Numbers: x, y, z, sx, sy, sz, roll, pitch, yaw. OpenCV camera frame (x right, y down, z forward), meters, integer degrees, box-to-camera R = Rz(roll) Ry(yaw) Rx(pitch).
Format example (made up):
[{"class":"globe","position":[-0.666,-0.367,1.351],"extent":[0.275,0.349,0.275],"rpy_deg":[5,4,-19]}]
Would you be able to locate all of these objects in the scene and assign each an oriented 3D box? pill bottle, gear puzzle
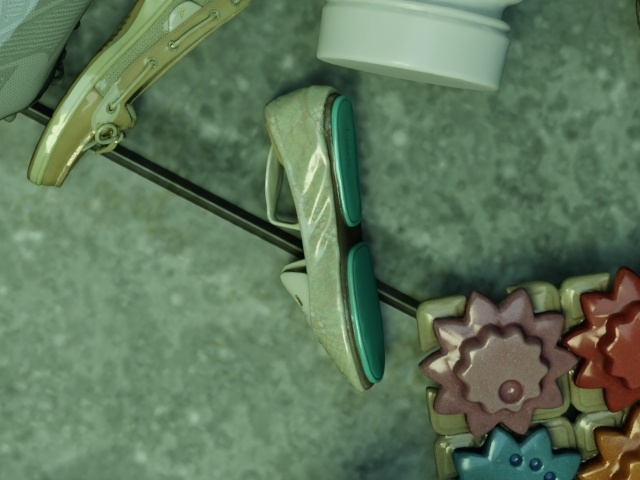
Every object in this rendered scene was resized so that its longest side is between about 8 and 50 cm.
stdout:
[{"class":"pill bottle","position":[0.063,-0.189,1.040],"extent":[0.119,0.119,0.208],"rpy_deg":[9,92,-9]},{"class":"gear puzzle","position":[0.227,0.091,1.091],"extent":[0.339,0.044,0.175],"rpy_deg":[-9,107,-4]}]

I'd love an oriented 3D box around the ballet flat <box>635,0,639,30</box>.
[{"class":"ballet flat","position":[0.237,-0.047,1.113],"extent":[0.084,0.058,0.250],"rpy_deg":[-25,101,-4]}]

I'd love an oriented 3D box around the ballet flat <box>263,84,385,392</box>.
[{"class":"ballet flat","position":[0.000,0.000,1.082],"extent":[0.052,0.057,0.168],"rpy_deg":[-7,91,19]}]

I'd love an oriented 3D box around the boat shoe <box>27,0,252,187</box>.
[{"class":"boat shoe","position":[-0.098,-0.085,1.054],"extent":[0.048,0.056,0.153],"rpy_deg":[37,80,-5]}]

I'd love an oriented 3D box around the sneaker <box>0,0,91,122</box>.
[{"class":"sneaker","position":[-0.160,-0.133,1.031],"extent":[0.271,0.100,0.108],"rpy_deg":[-46,134,-11]}]
